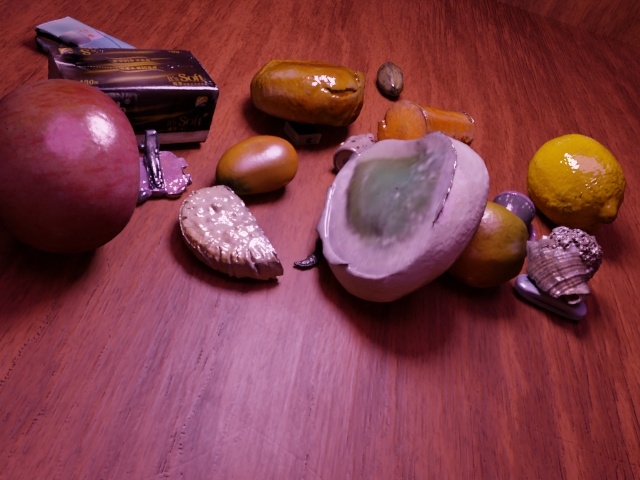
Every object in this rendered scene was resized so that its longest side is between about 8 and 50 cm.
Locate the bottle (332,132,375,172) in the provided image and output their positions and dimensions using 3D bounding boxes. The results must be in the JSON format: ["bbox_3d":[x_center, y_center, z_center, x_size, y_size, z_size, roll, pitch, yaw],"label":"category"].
[{"bbox_3d":[0.100,-0.241,1.739,0.099,0.099,0.152,26,37,8],"label":"bottle"}]

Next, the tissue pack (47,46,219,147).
[{"bbox_3d":[-0.455,-0.342,1.543,0.370,0.198,0.210,-10,46,-33],"label":"tissue pack"}]

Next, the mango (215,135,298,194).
[{"bbox_3d":[-0.160,-0.184,1.545,0.221,0.120,0.151,-16,52,-25],"label":"mango"}]

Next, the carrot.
[{"bbox_3d":[0.321,-0.308,1.871,0.254,0.196,0.196,-1,43,-40],"label":"carrot"}]

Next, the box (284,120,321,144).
[{"bbox_3d":[-0.051,-0.307,1.796,0.079,0.035,0.083,-11,48,-32],"label":"box"}]

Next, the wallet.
[{"bbox_3d":[-0.663,-0.556,1.800,0.250,0.075,0.176,27,36,10],"label":"wallet"}]

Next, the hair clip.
[{"bbox_3d":[-0.383,-0.171,1.479,0.146,0.056,0.187,-9,68,-27],"label":"hair clip"}]

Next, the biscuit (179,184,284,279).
[{"bbox_3d":[-0.207,-0.015,1.359,0.179,0.084,0.281,-18,53,-37],"label":"biscuit"}]

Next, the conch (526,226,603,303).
[{"bbox_3d":[0.592,0.056,1.532,0.178,0.163,0.245,-4,43,21],"label":"conch"}]

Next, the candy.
[{"bbox_3d":[0.180,-0.049,1.406,0.386,0.186,0.427,-3,50,36],"label":"candy"}]

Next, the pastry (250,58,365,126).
[{"bbox_3d":[-0.032,-0.431,1.808,0.356,0.164,0.356,8,23,-4],"label":"pastry"}]

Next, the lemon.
[{"bbox_3d":[0.721,-0.160,1.783,0.245,0.245,0.320,-3,47,-26],"label":"lemon"}]

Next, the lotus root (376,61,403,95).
[{"bbox_3d":[0.238,-0.552,2.160,0.089,0.080,0.179,22,42,-19],"label":"lotus root"}]

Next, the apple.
[{"bbox_3d":[-0.502,-0.139,1.197,0.269,0.345,0.345,-3,44,-37],"label":"apple"}]

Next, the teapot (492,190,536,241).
[{"bbox_3d":[0.502,-0.040,1.683,0.116,0.148,0.146,2,39,38],"label":"teapot"}]

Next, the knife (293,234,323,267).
[{"bbox_3d":[0.005,0.003,1.475,0.045,0.021,0.222,26,40,11],"label":"knife"}]

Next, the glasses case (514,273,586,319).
[{"bbox_3d":[0.557,0.137,1.528,0.178,0.045,0.067,25,37,6],"label":"glasses case"}]

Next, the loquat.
[{"bbox_3d":[0.359,0.003,1.489,0.246,0.213,0.213,9,39,4],"label":"loquat"}]
